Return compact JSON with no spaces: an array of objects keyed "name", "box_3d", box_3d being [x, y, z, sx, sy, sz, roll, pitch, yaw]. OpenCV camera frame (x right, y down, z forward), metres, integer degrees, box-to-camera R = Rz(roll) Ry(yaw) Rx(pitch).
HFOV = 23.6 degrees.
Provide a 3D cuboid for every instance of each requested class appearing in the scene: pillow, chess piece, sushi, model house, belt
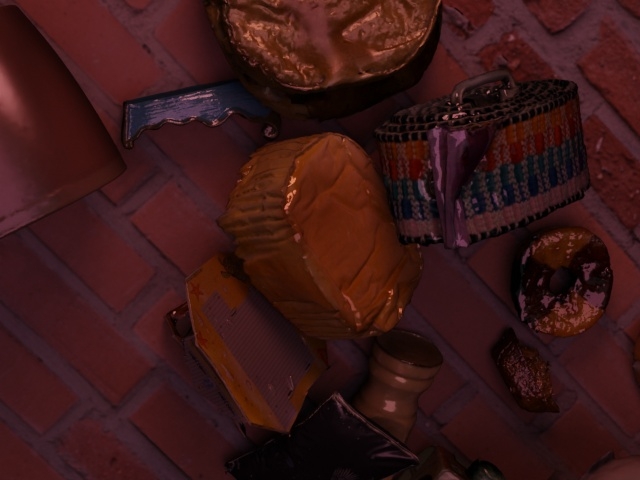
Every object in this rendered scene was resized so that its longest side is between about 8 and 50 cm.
[{"name":"pillow","box_3d":[0.000,0.265,1.826,0.141,0.055,0.208,39,128,-20]},{"name":"chess piece","box_3d":[0.077,0.215,1.867,0.090,0.090,0.200,15,111,-12]},{"name":"sushi","box_3d":[0.257,0.165,1.888,0.060,0.061,0.118,-29,104,10]},{"name":"model house","box_3d":[-0.119,0.125,1.784,0.136,0.207,0.219,-24,110,35]},{"name":"belt","box_3d":[0.174,-0.103,1.711,0.295,0.207,0.160,-22,107,-45]}]

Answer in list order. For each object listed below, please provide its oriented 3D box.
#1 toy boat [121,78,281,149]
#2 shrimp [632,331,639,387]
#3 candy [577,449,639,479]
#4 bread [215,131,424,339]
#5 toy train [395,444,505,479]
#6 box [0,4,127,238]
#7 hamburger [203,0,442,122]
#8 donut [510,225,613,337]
[{"name":"toy boat","box_3d":[-0.138,-0.136,1.748,0.185,0.075,0.077,-13,101,-11]},{"name":"shrimp","box_3d":[0.518,0.184,1.934,0.287,0.063,0.152,32,98,-12]},{"name":"candy","box_3d":[0.286,0.428,1.806,0.186,0.386,0.427,39,83,20]},{"name":"bread","box_3d":[0.000,0.000,1.753,0.250,0.133,0.179,51,59,-25]},{"name":"toy train","box_3d":[0.107,0.390,1.866,0.129,0.159,0.326,36,98,-12]},{"name":"box","box_3d":[-0.372,-0.107,1.611,0.301,0.301,0.216,-27,101,-3]},{"name":"hamburger","box_3d":[0.004,-0.280,1.713,0.265,0.134,0.285,-23,98,-1]},{"name":"donut","box_3d":[0.289,0.046,1.867,0.140,0.059,0.140,-2,102,-9]}]
